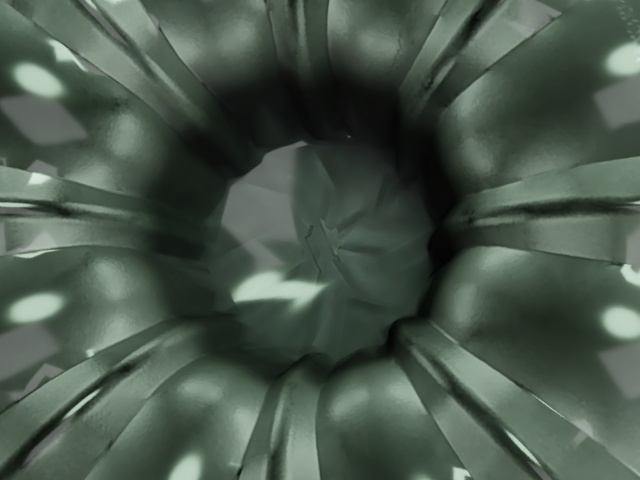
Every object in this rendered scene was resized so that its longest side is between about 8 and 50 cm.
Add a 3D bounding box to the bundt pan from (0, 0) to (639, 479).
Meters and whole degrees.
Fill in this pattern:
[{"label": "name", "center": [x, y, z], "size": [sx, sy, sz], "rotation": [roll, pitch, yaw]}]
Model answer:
[{"label": "bundt pan", "center": [0.000, 0.000, 0.515], "size": [0.330, 0.124, 0.331], "rotation": [-1, 81, 8]}]
